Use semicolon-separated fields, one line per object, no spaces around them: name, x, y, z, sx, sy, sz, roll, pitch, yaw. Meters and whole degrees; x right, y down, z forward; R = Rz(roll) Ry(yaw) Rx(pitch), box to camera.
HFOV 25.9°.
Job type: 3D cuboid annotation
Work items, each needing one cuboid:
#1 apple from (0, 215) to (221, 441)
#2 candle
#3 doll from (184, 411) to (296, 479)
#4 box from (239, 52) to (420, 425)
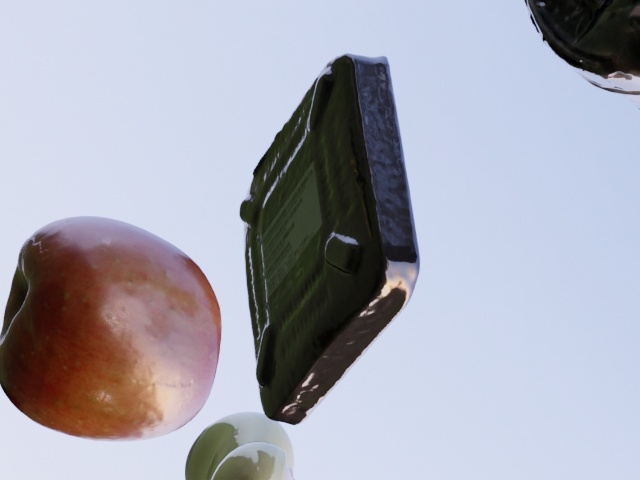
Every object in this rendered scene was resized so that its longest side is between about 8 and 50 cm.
apple;-0.173;0.071;1.130;0.181;0.168;0.181;-170;-90;-68
candle;0.301;-0.180;1.086;0.187;0.330;0.187;-8;-104;35
doll;-0.074;0.260;1.487;0.141;0.117;0.296;-63;-167;-3
box;0.000;0.000;1.356;0.290;0.073;0.289;127;-35;-47
